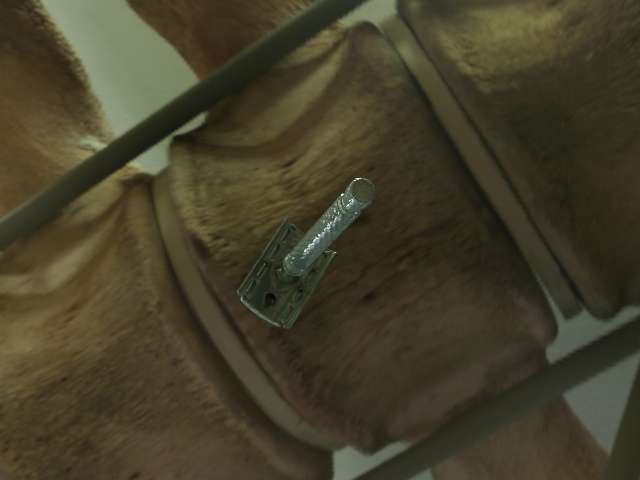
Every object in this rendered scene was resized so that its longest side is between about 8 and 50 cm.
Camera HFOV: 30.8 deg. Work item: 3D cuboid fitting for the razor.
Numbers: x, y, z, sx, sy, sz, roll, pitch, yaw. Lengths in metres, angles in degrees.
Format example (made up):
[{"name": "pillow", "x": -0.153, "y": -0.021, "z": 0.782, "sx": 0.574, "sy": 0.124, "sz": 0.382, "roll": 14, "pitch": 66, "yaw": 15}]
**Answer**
[{"name": "razor", "x": 0.000, "y": 0.000, "z": 1.105, "sx": 0.068, "sy": 0.232, "sz": 0.106, "roll": 35, "pitch": -118, "yaw": -5}]
